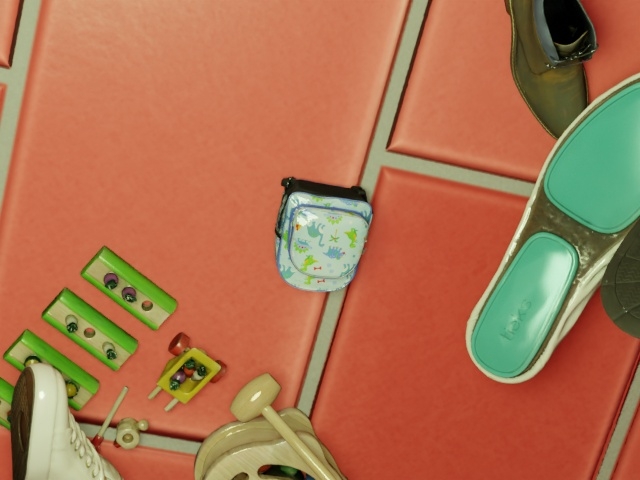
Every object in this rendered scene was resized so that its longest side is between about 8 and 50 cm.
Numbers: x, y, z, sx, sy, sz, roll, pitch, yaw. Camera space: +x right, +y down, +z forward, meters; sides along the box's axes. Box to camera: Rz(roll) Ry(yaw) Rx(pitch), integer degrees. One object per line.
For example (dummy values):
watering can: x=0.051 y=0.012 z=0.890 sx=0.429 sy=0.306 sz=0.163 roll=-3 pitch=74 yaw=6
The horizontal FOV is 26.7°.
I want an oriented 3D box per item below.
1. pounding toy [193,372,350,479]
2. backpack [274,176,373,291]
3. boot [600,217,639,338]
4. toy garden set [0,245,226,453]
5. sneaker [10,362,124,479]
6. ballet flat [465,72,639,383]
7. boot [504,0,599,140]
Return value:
pounding toy: x=-0.053 y=0.294 z=1.562 sx=0.154 sy=0.155 sz=0.269 roll=-32 pitch=112 yaw=0
backpack: x=0.000 y=0.000 z=1.495 sx=0.105 sy=0.084 sz=0.114 roll=8 pitch=112 yaw=-9
boot: x=0.489 y=-0.029 z=1.457 sx=0.377 sy=0.138 sz=0.284 roll=-54 pitch=146 yaw=11
toy garden set: x=-0.248 y=0.160 z=1.540 sx=0.204 sy=0.049 sz=0.244 roll=40 pitch=101 yaw=-19
sneaker: x=-0.279 y=0.240 z=1.505 sx=0.123 sy=0.106 sz=0.290 roll=-6 pitch=133 yaw=-19
ballet flat: x=0.296 y=-0.017 z=1.514 sx=0.139 sy=0.139 sz=0.400 roll=25 pitch=107 yaw=-16
boot: x=0.251 y=-0.193 z=1.442 sx=0.082 sy=0.106 sz=0.219 roll=-21 pitch=112 yaw=0
